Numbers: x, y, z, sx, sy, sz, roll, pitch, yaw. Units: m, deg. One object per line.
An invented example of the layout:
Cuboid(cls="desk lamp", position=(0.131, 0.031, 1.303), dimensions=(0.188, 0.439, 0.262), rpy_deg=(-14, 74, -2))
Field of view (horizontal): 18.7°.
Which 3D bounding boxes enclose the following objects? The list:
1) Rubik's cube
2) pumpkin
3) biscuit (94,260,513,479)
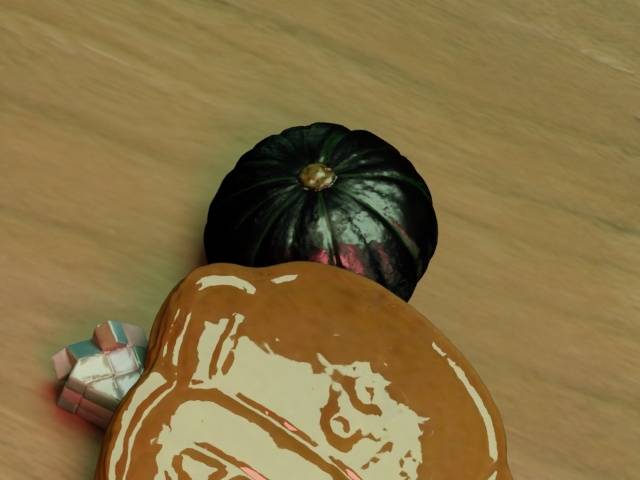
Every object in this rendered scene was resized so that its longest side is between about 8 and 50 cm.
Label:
Cuboid(cls="Rubik's cube", position=(-0.153, 0.095, 1.433), dimensions=(0.084, 0.075, 0.073), rpy_deg=(37, 58, -13))
Cuboid(cls="pumpkin", position=(-0.002, -0.008, 1.573), dimensions=(0.194, 0.150, 0.194), rpy_deg=(13, 35, -9))
Cuboid(cls="biscuit", position=(-0.006, 0.180, 1.376), dimensions=(0.312, 0.057, 0.351), rpy_deg=(29, 59, -5))
